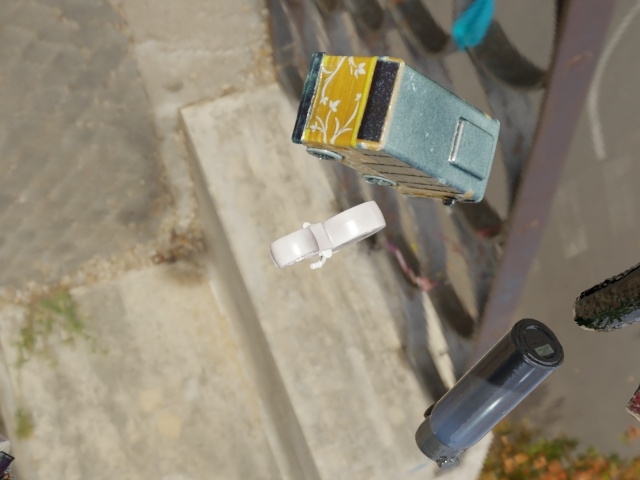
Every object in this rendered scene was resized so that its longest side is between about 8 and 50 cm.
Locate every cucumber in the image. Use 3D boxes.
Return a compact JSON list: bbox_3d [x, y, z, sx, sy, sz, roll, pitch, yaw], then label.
[{"bbox_3d":[0.346,0.052,1.271,0.067,0.067,0.245,-7,159,-30],"label":"cucumber"}]

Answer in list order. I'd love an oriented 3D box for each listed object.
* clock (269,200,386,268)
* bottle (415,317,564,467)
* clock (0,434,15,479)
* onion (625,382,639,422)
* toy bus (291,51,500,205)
[{"bbox_3d":[0.000,0.000,1.122,0.129,0.041,0.087,-21,174,-42],"label":"clock"},{"bbox_3d":[0.198,0.189,1.463,0.072,0.082,0.244,0,141,-35],"label":"bottle"},{"bbox_3d":[-0.386,0.284,1.304,0.172,0.064,0.198,-58,-178,33],"label":"clock"},{"bbox_3d":[0.348,0.049,0.821,0.230,0.256,0.272,18,177,7],"label":"onion"},{"bbox_3d":[0.128,-0.172,1.889,0.194,0.162,0.323,8,171,41],"label":"toy bus"}]
